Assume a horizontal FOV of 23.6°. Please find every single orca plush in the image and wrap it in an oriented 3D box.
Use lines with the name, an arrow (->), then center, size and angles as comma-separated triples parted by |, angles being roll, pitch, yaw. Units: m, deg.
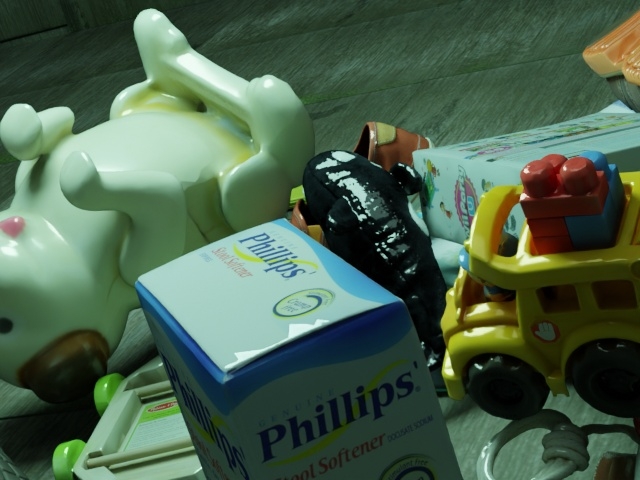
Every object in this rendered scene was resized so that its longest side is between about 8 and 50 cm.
orca plush -> 0.037, 0.011, 1.537 | 0.102, 0.287, 0.151 | 11, -39, -42

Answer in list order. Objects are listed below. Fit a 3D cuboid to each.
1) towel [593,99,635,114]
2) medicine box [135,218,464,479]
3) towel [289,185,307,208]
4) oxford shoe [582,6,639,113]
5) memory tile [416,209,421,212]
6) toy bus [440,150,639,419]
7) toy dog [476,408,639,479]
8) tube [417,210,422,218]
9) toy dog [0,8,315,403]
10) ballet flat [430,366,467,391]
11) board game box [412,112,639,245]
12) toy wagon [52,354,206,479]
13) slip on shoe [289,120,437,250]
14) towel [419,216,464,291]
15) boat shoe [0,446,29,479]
towel -> 0.285, -0.096, 1.749 | 0.285, 0.034, 0.209 | -22, 19, -13
medicine box -> -0.007, 0.160, 1.212 | 0.149, 0.289, 0.263 | -24, 21, -14
towel -> 0.041, -0.081, 2.177 | 0.237, 0.021, 0.102 | -11, 16, 22
oxford shoe -> 0.381, -0.168, 1.560 | 0.130, 0.133, 0.364 | -37, 10, 5
memory tile -> 0.068, 0.000, 1.954 | 0.113, 0.012, 0.148 | -8, 23, 27
toy bus -> 0.180, 0.019, 1.171 | 0.220, 0.211, 0.149 | -7, 40, 29
toy dog -> 0.284, 0.145, 1.265 | 0.220, 0.161, 0.334 | -2, 41, 32
tube -> 0.167, -0.025, 1.890 | 0.207, 0.052, 0.080 | -19, 29, -23
toy dog -> -0.244, -0.009, 1.749 | 0.284, 0.395, 0.408 | 38, 63, 25
ballet flat -> 0.078, 0.111, 1.579 | 0.203, 0.074, 0.074 | 3, 30, 45
board game box -> 0.248, -0.056, 1.467 | 0.224, 0.098, 0.303 | -12, 10, -15
toy wagon -> -0.116, 0.155, 1.588 | 0.267, 0.068, 0.344 | -15, 25, 23
slip on shoe -> 0.000, 0.000, 1.717 | 0.331, 0.101, 0.123 | -50, 21, 18
towel -> 0.253, 0.011, 1.667 | 0.320, 0.090, 0.374 | -23, 21, -19
boat shoe -> -0.391, 0.256, 1.588 | 0.130, 0.132, 0.355 | -48, 27, -3
